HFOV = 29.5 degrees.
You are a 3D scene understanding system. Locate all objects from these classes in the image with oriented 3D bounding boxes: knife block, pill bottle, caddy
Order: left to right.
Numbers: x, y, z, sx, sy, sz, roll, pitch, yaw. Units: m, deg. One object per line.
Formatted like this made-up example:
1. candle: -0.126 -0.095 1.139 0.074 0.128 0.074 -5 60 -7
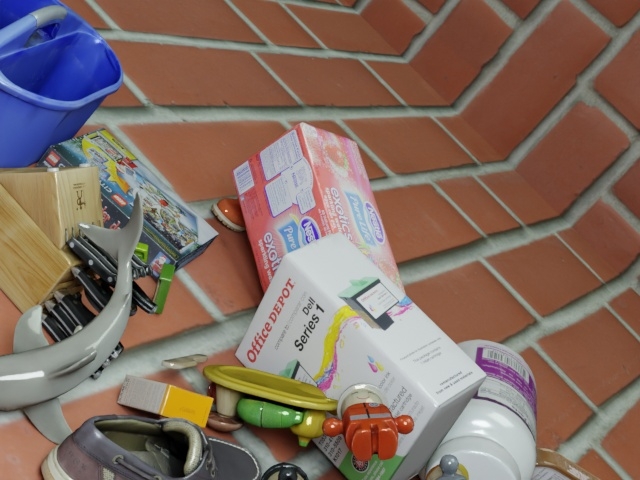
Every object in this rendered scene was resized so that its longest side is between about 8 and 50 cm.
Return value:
1. caddy: -0.408 -0.245 1.642 0.241 0.179 0.341 40 23 -1
2. knife block: -0.327 0.034 1.416 0.275 0.242 0.088 1 7 24
3. pill bottle: 0.220 0.274 1.712 0.169 0.169 0.301 39 23 -5

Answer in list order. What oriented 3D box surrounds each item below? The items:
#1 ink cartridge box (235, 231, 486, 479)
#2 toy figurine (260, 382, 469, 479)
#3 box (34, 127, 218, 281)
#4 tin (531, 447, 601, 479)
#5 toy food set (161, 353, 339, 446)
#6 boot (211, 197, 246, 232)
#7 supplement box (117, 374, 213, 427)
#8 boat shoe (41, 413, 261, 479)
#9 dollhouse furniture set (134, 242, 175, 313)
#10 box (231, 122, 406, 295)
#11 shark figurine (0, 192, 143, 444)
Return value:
1. ink cartridge box: 0.043 0.158 1.550 0.278 0.201 0.117 45 40 22
2. toy figurine: 0.054 0.293 1.371 0.209 0.213 0.148 40 6 -11
3. box: -0.266 -0.054 1.693 0.233 0.044 0.159 42 22 3
4. tin: 0.353 0.377 1.816 0.189 0.106 0.040 32 24 -19
5. toy food set: -0.081 0.200 1.469 0.217 0.071 0.128 14 3 10
6. boot: -0.104 -0.058 1.911 0.158 0.085 0.059 2 46 -55
7. supplement box: -0.174 0.179 1.359 0.062 0.036 0.098 24 -13 -37
8. boat shoe: -0.156 0.235 1.281 0.285 0.092 0.103 16 33 -46
9. dollhouse furniture set: -0.266 0.040 1.554 0.151 0.059 0.076 16 35 -9
10. box: 0.000 0.000 1.780 0.142 0.154 0.300 12 53 -49
11. shark figurine: -0.243 0.095 1.246 0.166 0.116 0.278 48 61 -11
